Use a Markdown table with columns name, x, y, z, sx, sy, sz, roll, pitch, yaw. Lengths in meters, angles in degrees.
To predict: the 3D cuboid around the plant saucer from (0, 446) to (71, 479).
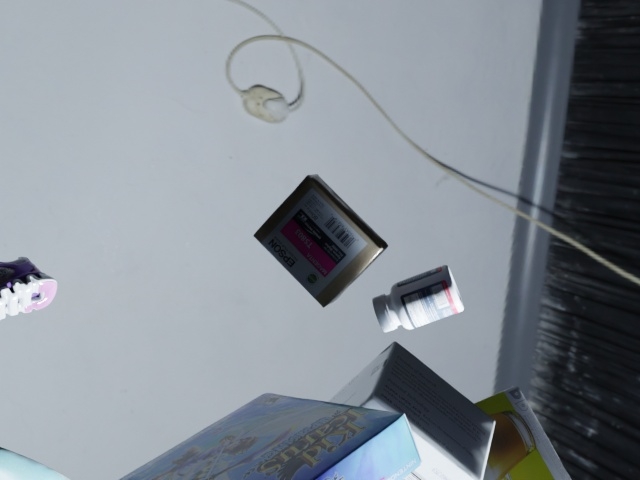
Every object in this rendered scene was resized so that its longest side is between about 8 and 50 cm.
| name | x | y | z | sx | sy | sz | roll | pitch | yaw |
| --- | --- | --- | --- | --- | --- | --- | --- | --- | --- |
| plant saucer | -0.545 | 0.403 | 1.316 | 0.317 | 0.317 | 0.044 | 38 | 51 | -30 |

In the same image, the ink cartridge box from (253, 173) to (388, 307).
| name | x | y | z | sx | sy | sz | roll | pitch | yaw |
| --- | --- | --- | --- | --- | --- | --- | --- | --- | --- |
| ink cartridge box | 0.000 | 0.000 | 1.756 | 0.234 | 0.088 | 0.193 | 45 | 105 | 7 |

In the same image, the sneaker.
| name | x | y | z | sx | sy | sz | roll | pitch | yaw |
| --- | --- | --- | --- | --- | --- | --- | --- | --- | --- |
| sneaker | -0.594 | 0.090 | 1.391 | 0.236 | 0.104 | 0.095 | -19 | 148 | -39 |

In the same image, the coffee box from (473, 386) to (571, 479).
| name | x | y | z | sx | sy | sz | roll | pitch | yaw |
| --- | --- | --- | --- | --- | --- | --- | --- | --- | --- |
| coffee box | 0.245 | 0.528 | 1.468 | 0.334 | 0.338 | 0.338 | -10 | 64 | -38 |

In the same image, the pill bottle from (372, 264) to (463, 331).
| name | x | y | z | sx | sy | sz | roll | pitch | yaw |
| --- | --- | --- | --- | --- | --- | --- | --- | --- | --- |
| pill bottle | 0.210 | 0.132 | 1.717 | 0.180 | 0.108 | 0.108 | -21 | 114 | 11 |

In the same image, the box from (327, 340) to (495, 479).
| name | x | y | z | sx | sy | sz | roll | pitch | yaw |
| --- | --- | --- | --- | --- | --- | --- | --- | --- | --- |
| box | 0.101 | 0.267 | 1.047 | 0.182 | 0.181 | 0.119 | 39 | 35 | -3 |

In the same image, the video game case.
| name | x | y | z | sx | sy | sz | roll | pitch | yaw |
| --- | --- | --- | --- | --- | --- | --- | --- | --- | --- |
| video game case | -0.080 | 0.241 | 0.769 | 0.269 | 0.244 | 0.061 | -26 | 103 | -35 |
